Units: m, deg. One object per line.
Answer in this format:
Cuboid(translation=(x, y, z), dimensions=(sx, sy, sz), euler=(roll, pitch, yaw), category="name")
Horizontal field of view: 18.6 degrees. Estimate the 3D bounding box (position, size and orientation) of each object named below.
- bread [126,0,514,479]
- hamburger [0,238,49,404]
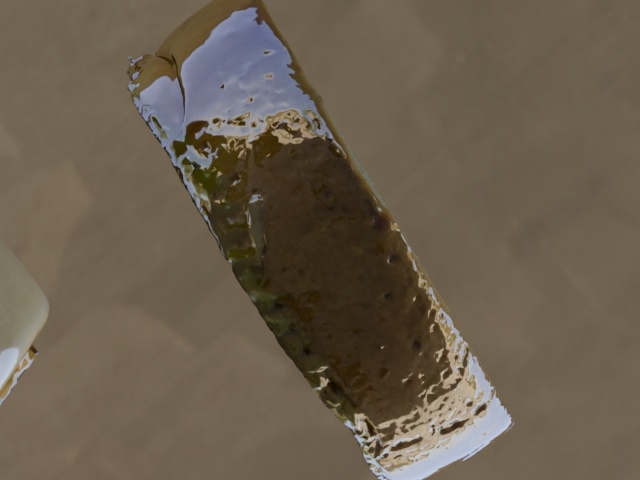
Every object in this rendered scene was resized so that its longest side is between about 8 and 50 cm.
Cuboid(translation=(0.000, 0.000, 0.878), dimensions=(0.070, 0.236, 0.236), euler=(-31, -65, 3), category="bread")
Cuboid(translation=(-0.282, 0.084, 1.046), dimensions=(0.170, 0.302, 0.302), euler=(40, -71, -9), category="hamburger")
